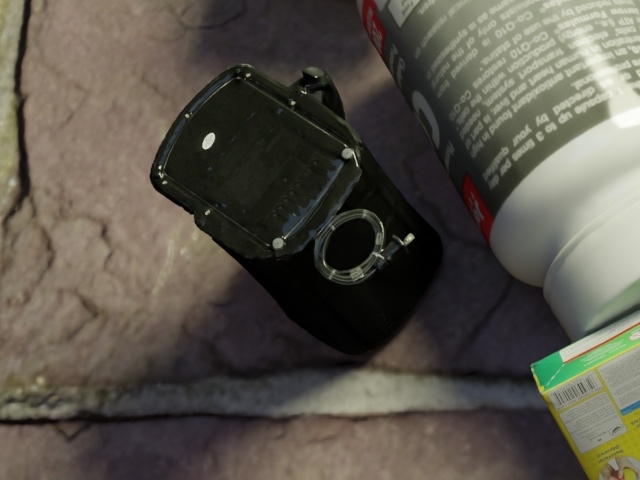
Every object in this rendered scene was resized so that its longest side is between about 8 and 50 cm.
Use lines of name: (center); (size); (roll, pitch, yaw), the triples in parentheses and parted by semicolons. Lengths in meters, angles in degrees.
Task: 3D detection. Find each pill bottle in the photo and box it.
pill bottle: (0.149, -0.074, 1.138); (0.161, 0.161, 0.283); (-30, 62, 6)

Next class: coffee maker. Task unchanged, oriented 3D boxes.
coffee maker: (0.000, 0.000, 1.151); (0.120, 0.178, 0.171); (-33, 60, 7)

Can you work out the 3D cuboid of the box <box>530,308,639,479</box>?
box: (0.205, 0.123, 1.059); (0.105, 0.179, 0.043); (-28, 19, 7)
